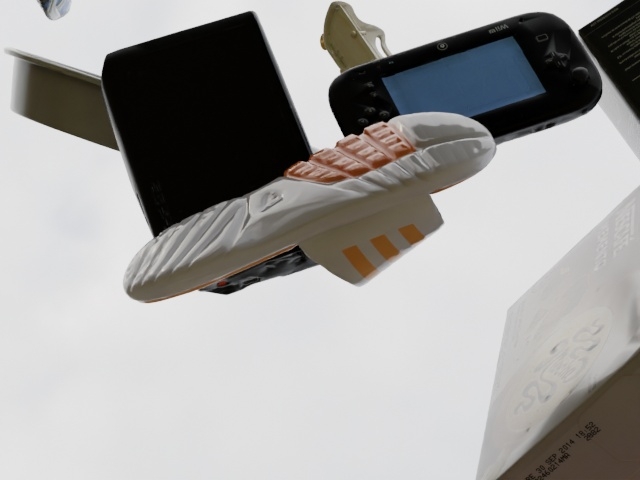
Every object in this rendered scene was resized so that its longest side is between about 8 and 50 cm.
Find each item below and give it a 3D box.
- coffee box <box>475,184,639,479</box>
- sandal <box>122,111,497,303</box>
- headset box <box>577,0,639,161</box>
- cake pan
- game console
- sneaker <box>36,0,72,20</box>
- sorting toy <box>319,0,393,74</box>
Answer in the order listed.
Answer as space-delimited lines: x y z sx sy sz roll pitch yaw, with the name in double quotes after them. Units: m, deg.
0.215 0.096 1.122 0.119 0.297 0.168 40 -65 -7 "coffee box"
-0.002 -0.005 1.073 0.265 0.102 0.076 -23 -62 8 "sandal"
0.403 -0.121 1.391 0.246 0.131 0.283 -34 -106 1 "headset box"
-0.144 -0.101 1.412 0.293 0.293 0.054 19 -87 18 "cake pan"
0.028 -0.100 1.208 0.044 0.361 0.213 89 -19 -63 "game console"
-0.274 -0.301 1.642 0.080 0.081 0.211 55 -14 19 "sneaker"
0.047 -0.187 1.553 0.045 0.075 0.083 -52 -123 35 "sorting toy"
